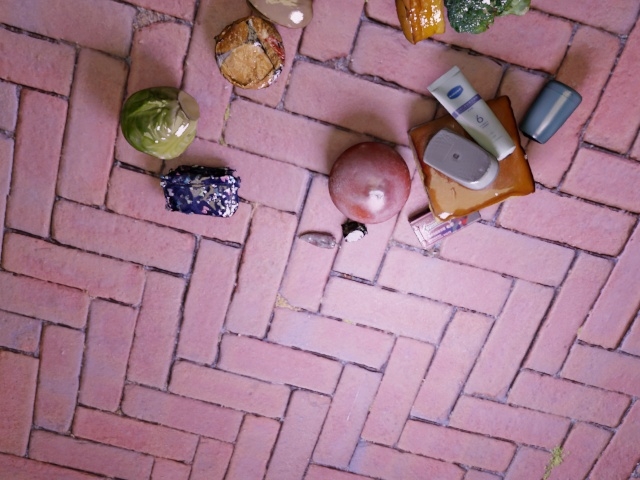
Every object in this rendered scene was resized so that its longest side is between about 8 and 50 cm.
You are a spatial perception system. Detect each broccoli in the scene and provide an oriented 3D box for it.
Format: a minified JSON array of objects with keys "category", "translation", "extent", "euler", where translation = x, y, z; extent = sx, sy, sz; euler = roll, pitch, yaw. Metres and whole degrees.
[{"category":"broccoli","translation":[0.503,-0.717,1.445],"extent":[0.269,0.269,0.254],"euler":[13,113,-4]}]

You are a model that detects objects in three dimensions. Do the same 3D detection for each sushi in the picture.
[{"category":"sushi","translation":[0.120,-0.032,1.737],"extent":[0.085,0.083,0.056],"euler":[-19,106,8]}]

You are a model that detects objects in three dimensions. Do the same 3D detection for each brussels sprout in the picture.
[{"category":"brussels sprout","translation":[-0.500,-0.373,1.572],"extent":[0.244,0.244,0.244],"euler":[0,108,0]}]

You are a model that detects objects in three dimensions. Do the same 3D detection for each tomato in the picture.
[{"category":"tomato","translation":[0.162,-0.182,1.613],"extent":[0.271,0.227,0.270],"euler":[-1,110,-2]}]

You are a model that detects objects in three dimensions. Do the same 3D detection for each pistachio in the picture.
[{"category":"pistachio","translation":[-0.120,-0.702,1.488],"extent":[0.206,0.129,0.131],"euler":[11,77,-6]}]

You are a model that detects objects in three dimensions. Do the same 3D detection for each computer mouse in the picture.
[{"category":"computer mouse","translation":[0.421,-0.240,1.499],"extent":[0.231,0.079,0.127],"euler":[39,102,22]}]

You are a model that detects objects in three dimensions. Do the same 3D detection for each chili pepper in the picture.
[{"category":"chili pepper","translation":[0.000,0.000,1.773],"extent":[0.153,0.041,0.050],"euler":[11,88,13]}]

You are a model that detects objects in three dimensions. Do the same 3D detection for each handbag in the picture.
[{"category":"handbag","translation":[-0.397,-0.170,1.683],"extent":[0.260,0.113,0.161],"euler":[3,115,-2]}]

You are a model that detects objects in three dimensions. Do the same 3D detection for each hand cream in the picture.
[{"category":"hand cream","translation":[0.463,-0.375,1.510],"extent":[0.109,0.067,0.320],"euler":[-37,80,6]}]

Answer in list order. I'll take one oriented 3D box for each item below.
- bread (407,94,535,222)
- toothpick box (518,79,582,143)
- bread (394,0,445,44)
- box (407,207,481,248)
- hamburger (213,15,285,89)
[{"category":"bread","translation":[0.477,-0.251,1.599],"extent":[0.333,0.143,0.323],"euler":[-20,90,6]},{"category":"toothpick box","translation":[0.723,-0.402,1.590],"extent":[0.120,0.120,0.184],"euler":[29,109,-9]},{"category":"bread","translation":[0.284,-0.713,1.445],"extent":[0.143,0.195,0.269],"euler":[-8,117,13]},{"category":"box","translation":[0.427,-0.073,1.729],"extent":[0.224,0.069,0.120],"euler":[-30,105,10]},{"category":"hamburger","translation":[-0.215,-0.575,1.550],"extent":[0.231,0.106,0.230],"euler":[0,113,1]}]
